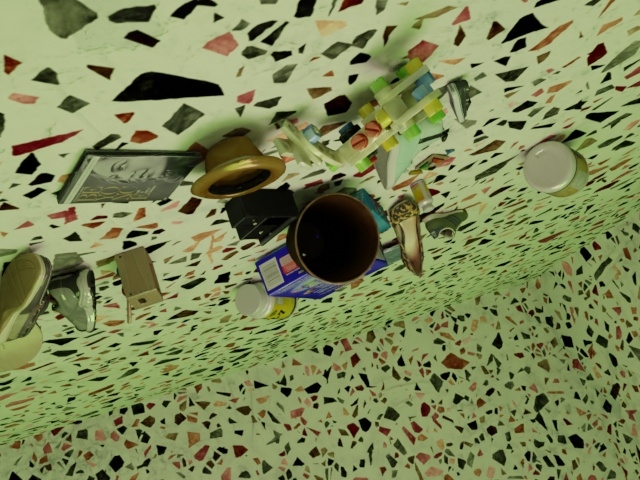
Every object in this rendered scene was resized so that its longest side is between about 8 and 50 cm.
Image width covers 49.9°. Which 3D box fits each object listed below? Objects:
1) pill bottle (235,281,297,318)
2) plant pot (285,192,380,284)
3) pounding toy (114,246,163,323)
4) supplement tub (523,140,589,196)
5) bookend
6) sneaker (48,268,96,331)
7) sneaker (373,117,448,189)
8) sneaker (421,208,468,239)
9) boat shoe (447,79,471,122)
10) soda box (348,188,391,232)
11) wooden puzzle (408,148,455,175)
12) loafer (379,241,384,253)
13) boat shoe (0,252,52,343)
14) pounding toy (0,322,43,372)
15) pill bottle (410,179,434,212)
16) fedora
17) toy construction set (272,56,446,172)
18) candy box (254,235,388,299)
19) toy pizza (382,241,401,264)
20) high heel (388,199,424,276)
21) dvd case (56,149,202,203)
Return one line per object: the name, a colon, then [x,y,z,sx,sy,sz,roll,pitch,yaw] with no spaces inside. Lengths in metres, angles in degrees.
pill bottle: [-0.174,0.194,2.205,0.119,0.119,0.208,-29,160,24]
plant pot: [0.000,0.000,1.712,0.215,0.215,0.230,-14,-177,-22]
pounding toy: [-0.438,0.109,1.631,0.100,0.130,0.141,-18,162,-10]
supplement tub: [0.676,-0.198,1.957,0.144,0.144,0.200,-31,160,30]
bookend: [-0.159,-0.050,1.573,0.157,0.072,0.156,-2,155,-45]
sneaker: [-0.593,0.146,1.651,0.108,0.100,0.271,-3,153,-16]
sneaker: [0.199,-0.197,1.507,0.151,0.094,0.256,-21,164,-9]
sneaker: [0.411,-0.045,2.209,0.192,0.086,0.064,-7,158,-37]
boat shoe: [0.292,-0.286,1.422,0.040,0.049,0.142,-24,160,9]
soda box: [0.124,-0.070,1.840,0.071,0.067,0.210,-25,162,13]
wooden puzzle: [0.282,-0.194,1.739,0.078,0.014,0.116,-7,158,-38]
loafer: [0.150,0.063,2.275,0.062,0.061,0.170,-10,160,-33]
boat shoe: [-0.630,0.124,1.471,0.092,0.103,0.285,-2,141,-48]
pounding toy: [-0.749,0.187,1.609,0.183,0.110,0.237,5,122,-32]
pill bottle: [0.274,-0.118,1.841,0.043,0.083,0.043,-18,162,-6]
fedora: [-0.160,-0.141,1.289,0.194,0.079,0.194,-16,169,-3]
toy construction set: [0.084,-0.206,1.255,0.328,0.151,0.215,-20,-171,24]
candy box: [0.010,0.068,2.034,0.268,0.122,0.317,-29,160,22]
toy pizza: [0.242,0.043,2.370,0.201,0.032,0.201,-19,164,-6]
high heel: [0.268,-0.008,1.990,0.093,0.186,0.261,-19,163,-5]
dvd case: [-0.348,-0.114,1.257,0.221,0.018,0.164,-5,157,-41]
